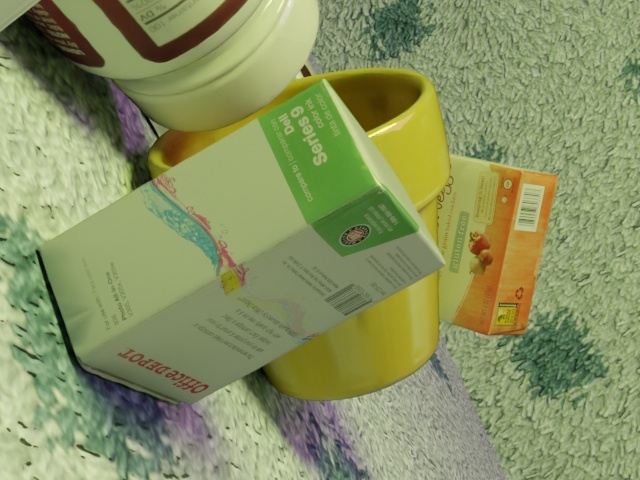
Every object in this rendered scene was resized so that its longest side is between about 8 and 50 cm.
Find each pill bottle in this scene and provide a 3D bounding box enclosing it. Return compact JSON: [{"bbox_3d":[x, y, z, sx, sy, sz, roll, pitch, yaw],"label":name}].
[{"bbox_3d":[-0.162,-0.266,0.889,0.392,0.224,0.224,51,14,-51],"label":"pill bottle"}]

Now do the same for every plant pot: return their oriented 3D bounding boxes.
[{"bbox_3d":[0.000,0.000,1.034,0.254,0.254,0.239,-94,171,-68],"label":"plant pot"}]

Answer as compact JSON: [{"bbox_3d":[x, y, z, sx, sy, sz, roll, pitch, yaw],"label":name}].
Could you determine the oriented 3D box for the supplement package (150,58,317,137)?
[{"bbox_3d":[-0.090,-0.160,1.217,0.194,0.149,0.203,60,8,-16],"label":"supplement package"}]

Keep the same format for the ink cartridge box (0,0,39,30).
[{"bbox_3d":[-0.206,-0.187,0.580,0.176,0.127,0.128,42,-9,48],"label":"ink cartridge box"}]

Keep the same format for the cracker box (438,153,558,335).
[{"bbox_3d":[0.106,-0.010,1.152,0.067,0.232,0.155,4,99,-46],"label":"cracker box"}]

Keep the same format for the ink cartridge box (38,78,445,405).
[{"bbox_3d":[-0.047,0.011,0.758,0.093,0.212,0.154,63,9,25],"label":"ink cartridge box"}]
